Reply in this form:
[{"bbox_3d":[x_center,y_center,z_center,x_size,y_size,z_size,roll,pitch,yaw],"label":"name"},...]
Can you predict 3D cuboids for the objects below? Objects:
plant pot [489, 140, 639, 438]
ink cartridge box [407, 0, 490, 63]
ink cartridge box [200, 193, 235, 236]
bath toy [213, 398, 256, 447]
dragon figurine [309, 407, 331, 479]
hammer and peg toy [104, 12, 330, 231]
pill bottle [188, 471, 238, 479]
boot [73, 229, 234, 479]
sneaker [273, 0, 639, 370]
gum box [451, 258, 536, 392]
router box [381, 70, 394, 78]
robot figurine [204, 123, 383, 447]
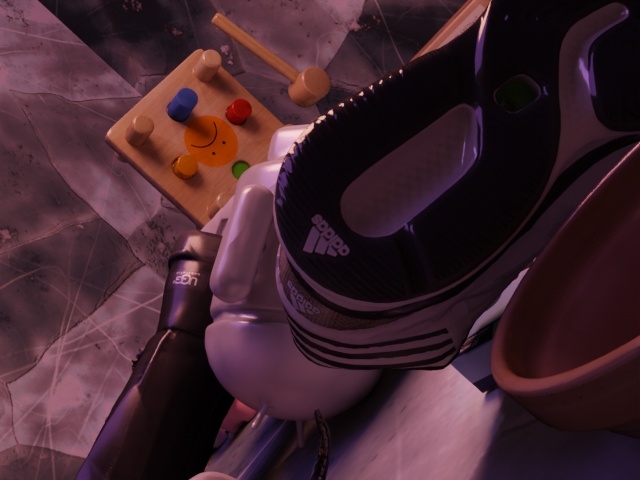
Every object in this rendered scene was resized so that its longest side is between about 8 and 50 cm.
[{"bbox_3d":[0.199,0.014,0.466,0.237,0.110,0.237,-47,4,4],"label":"plant pot"},{"bbox_3d":[0.282,-0.304,1.755,0.234,0.193,0.088,-45,8,30],"label":"ink cartridge box"},{"bbox_3d":[0.000,0.000,1.400,0.283,0.117,0.207,-7,-19,-32],"label":"ink cartridge box"},{"bbox_3d":[-0.174,0.257,1.620,0.348,0.129,0.151,-44,6,28],"label":"bath toy"},{"bbox_3d":[-0.057,0.271,0.738,0.289,0.085,0.144,-52,7,2],"label":"dragon figurine"},{"bbox_3d":[-0.164,-0.203,1.728,0.361,0.266,0.127,-51,7,-31],"label":"hammer and peg toy"},{"bbox_3d":[-0.147,0.311,0.900,0.221,0.121,0.121,-39,8,20],"label":"pill bottle"},{"bbox_3d":[-0.161,0.269,1.236,0.146,0.367,0.445,2,56,22],"label":"boot"},{"bbox_3d":[0.145,-0.063,0.735,0.448,0.169,0.257,-32,-17,-19],"label":"sneaker"},{"bbox_3d":[0.197,0.022,0.806,0.157,0.041,0.184,-40,10,51],"label":"gum box"},{"bbox_3d":[0.156,-0.162,1.607,0.243,0.081,0.309,7,40,32],"label":"router box"},{"bbox_3d":[-0.015,0.046,1.130,0.200,0.300,0.353,-2,70,37],"label":"robot figurine"}]
